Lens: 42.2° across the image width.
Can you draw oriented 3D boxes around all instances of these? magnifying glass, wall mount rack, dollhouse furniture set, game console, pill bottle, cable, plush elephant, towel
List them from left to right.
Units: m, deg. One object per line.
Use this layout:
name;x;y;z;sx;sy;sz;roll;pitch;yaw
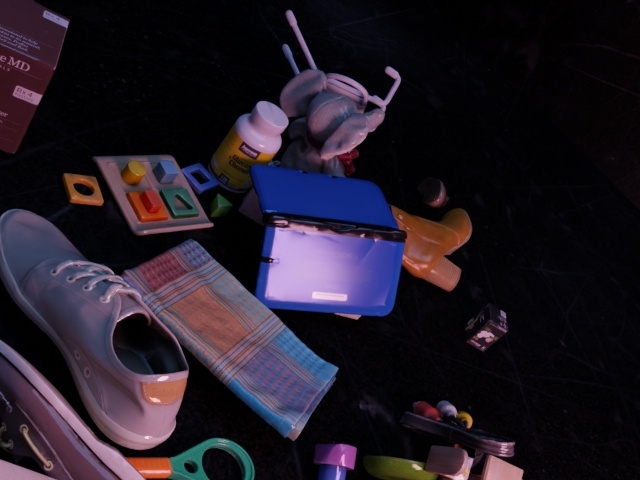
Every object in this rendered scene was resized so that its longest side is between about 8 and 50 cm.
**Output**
magnifying glass;-0.196;0.325;1.181;0.231;0.026;0.092;13;42;-37
towel;-0.138;0.150;1.373;0.370;0.040;0.271;42;19;3
pill bottle;-0.144;-0.191;1.683;0.103;0.184;0.103;26;36;-20
game console;0.000;0.000;1.615;0.293;0.250;0.173;7;8;-24
wall mount rack;0.024;-0.386;1.970;0.304;0.350;0.130;27;79;0
plush elephant;0.025;-0.224;1.822;0.330;0.255;0.271;0;50;-44
cable;0.232;0.316;1.439;0.140;0.287;0.072;15;80;-10
dollhouse furniture set;0.265;0.455;1.255;0.212;0.161;0.242;29;68;-22

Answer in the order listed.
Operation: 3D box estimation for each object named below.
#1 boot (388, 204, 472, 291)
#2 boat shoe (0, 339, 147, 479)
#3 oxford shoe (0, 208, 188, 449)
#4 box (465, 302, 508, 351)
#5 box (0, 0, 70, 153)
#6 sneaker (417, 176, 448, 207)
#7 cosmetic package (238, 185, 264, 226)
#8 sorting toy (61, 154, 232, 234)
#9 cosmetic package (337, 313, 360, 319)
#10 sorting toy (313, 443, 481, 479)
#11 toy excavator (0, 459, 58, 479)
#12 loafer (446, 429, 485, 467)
boot;0.242;-0.030;1.945;0.211;0.104;0.295;35;39;-14
boat shoe;-0.344;0.249;1.045;0.324;0.116;0.097;44;72;3
oxford shoe;-0.325;0.093;1.190;0.169;0.130;0.449;3;38;-52
box;0.366;0.192;1.830;0.052;0.083;0.062;31;34;-16
box;-0.546;-0.293;1.390;0.169;0.203;0.167;22;38;-24
sneaker;0.300;-0.114;2.098;0.071;0.066;0.188;38;12;-13
cosmetic package;-0.038;-0.044;1.696;0.239;0.099;0.060;33;32;-12
sorting toy;-0.306;-0.097;1.540;0.348;0.047;0.196;-9;57;-49
cosmetic package;0.051;0.098;1.668;0.060;0.041;0.115;19;39;-29
sorting toy;0.146;0.427;1.356;0.366;0.127;0.126;19;68;-24
toy excavator;-0.217;0.407;0.907;0.433;0.222;0.445;9;38;-41
loafer;0.273;0.387;1.532;0.062;0.061;0.170;50;34;15
